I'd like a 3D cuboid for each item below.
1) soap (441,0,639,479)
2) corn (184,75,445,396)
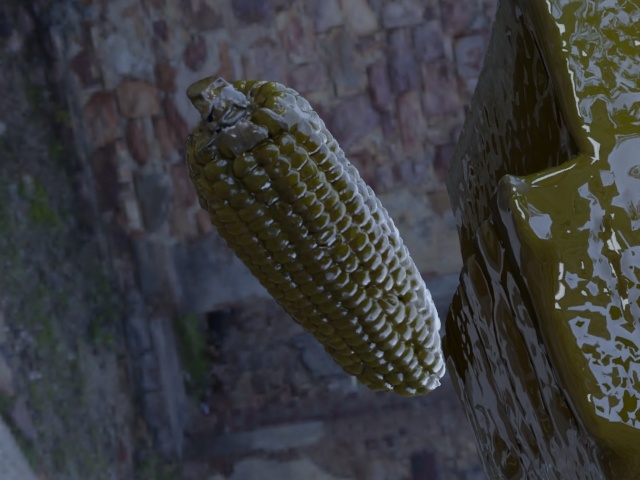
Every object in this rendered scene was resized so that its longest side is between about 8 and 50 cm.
[{"bbox_3d":[0.137,0.019,0.520,0.281,0.143,0.259,83,-4,-71],"label":"soap"},{"bbox_3d":[0.000,0.000,0.718,0.262,0.097,0.097,52,16,-26],"label":"corn"}]
